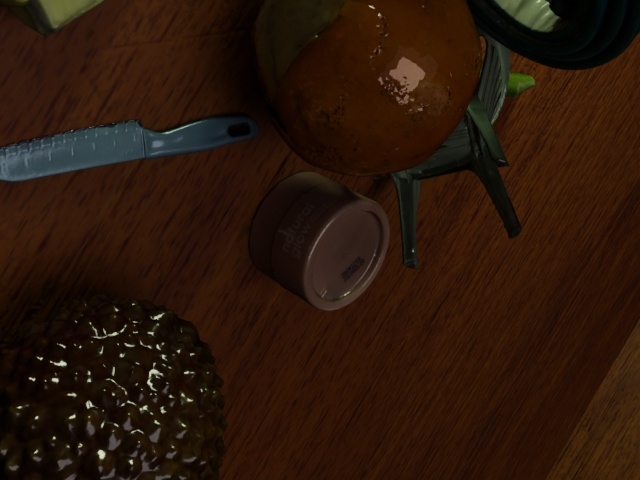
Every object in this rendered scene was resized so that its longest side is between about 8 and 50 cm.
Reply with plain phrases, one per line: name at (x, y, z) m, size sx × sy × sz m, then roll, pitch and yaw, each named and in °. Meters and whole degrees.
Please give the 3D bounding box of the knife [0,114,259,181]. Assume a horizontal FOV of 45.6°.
knife at (-0.183, -0.097, 0.751) m, size 0.313 × 0.019 × 0.044 m, roll -18°, pitch 119°, yaw -40°

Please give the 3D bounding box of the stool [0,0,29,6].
stool at (-0.277, -0.189, 0.506) m, size 0.134 × 0.110 × 0.135 m, roll 3°, pitch 110°, yaw -49°

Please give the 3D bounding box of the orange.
orange at (0.042, -0.182, 0.772) m, size 0.240 × 0.240 × 0.240 m, roll -27°, pitch 132°, yaw -35°

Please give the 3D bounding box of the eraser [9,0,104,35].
eraser at (-0.186, -0.257, 0.601) m, size 0.172 × 0.058 × 0.117 m, roll -43°, pitch 144°, yaw -24°

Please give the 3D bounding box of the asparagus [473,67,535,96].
asparagus at (0.266, -0.237, 1.147) m, size 0.178 × 0.041 × 0.045 m, roll -9°, pitch 89°, yaw -46°

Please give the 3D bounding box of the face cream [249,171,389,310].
face cream at (0.000, 0.000, 0.946) m, size 0.149 × 0.104 × 0.149 m, roll -27°, pitch 132°, yaw -35°

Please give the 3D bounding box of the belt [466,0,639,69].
belt at (0.220, -0.377, 0.787) m, size 0.173 × 0.300 × 0.436 m, roll -49°, pitch 132°, yaw -16°

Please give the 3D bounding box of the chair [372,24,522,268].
chair at (0.170, -0.138, 0.982) m, size 0.203 × 0.191 × 0.274 m, roll 63°, pitch 20°, yaw -49°

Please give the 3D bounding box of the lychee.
lychee at (-0.209, 0.174, 0.716) m, size 0.267 × 0.267 × 0.267 m, roll -27°, pitch 132°, yaw -35°
